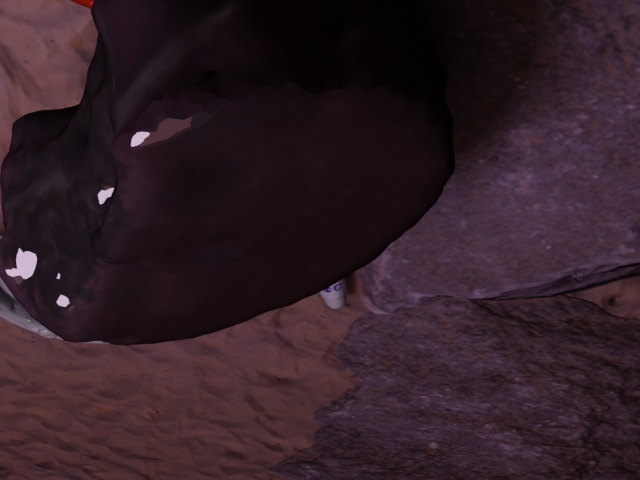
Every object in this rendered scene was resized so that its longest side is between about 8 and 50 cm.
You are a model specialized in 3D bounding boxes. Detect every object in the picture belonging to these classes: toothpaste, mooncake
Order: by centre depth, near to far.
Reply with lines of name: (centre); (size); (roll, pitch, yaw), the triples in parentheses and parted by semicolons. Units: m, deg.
mooncake: (-0.072, -0.076, 0.889); (0.350, 0.212, 0.381); (11, 143, -42)
toothpaste: (0.000, 0.000, 1.178); (0.052, 0.033, 0.218); (-6, 139, 8)

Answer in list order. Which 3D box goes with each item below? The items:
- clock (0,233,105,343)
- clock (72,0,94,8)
clock: (-0.280, 0.043, 1.252); (0.236, 0.053, 0.236); (5, 146, 3)
clock: (-0.192, -0.232, 0.869); (0.155, 0.061, 0.113); (22, 141, -17)
